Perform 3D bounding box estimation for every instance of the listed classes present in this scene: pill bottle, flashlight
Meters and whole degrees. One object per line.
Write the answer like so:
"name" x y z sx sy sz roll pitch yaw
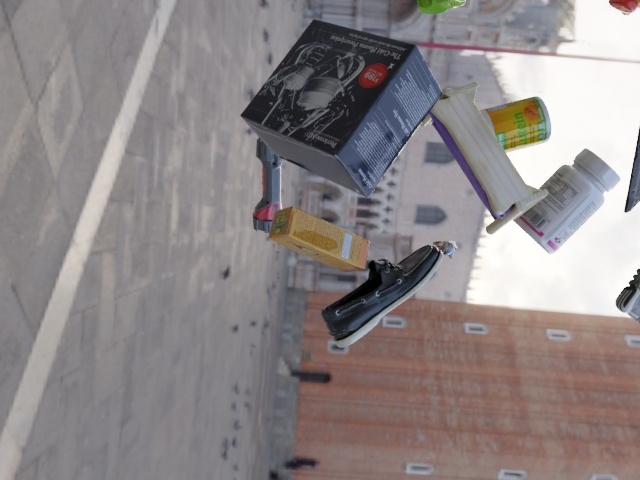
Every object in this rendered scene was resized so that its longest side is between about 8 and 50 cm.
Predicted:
"pill bottle" 0.510 -0.313 2.120 0.136 0.245 0.137 165 -90 -89
"pill bottle" 0.691 -0.112 2.115 0.283 0.160 0.160 -47 -170 11
"flashlight" -0.167 -0.178 2.376 0.103 0.103 0.304 -92 -178 -64

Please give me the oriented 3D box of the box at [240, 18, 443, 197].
"box" 0.047 -0.318 1.765 0.313 0.343 0.179 -55 139 -9

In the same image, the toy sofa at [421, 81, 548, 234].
"toy sofa" 0.384 -0.201 1.888 0.363 0.177 0.150 60 -28 11

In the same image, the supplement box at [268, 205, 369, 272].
"supplement box" 0.000 0.000 1.700 0.078 0.233 0.080 -11 -117 50

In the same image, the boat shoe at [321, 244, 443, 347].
"boat shoe" 0.140 0.101 1.766 0.113 0.340 0.127 53 -9 -11

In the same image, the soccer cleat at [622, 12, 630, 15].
"soccer cleat" 0.941 -0.782 2.306 0.068 0.076 0.196 16 85 -50

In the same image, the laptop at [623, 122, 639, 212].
"laptop" 0.538 -0.224 1.228 0.264 0.136 0.234 -42 146 -14

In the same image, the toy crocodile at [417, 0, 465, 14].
"toy crocodile" 0.284 -0.612 1.714 0.340 0.105 0.115 34 52 -87

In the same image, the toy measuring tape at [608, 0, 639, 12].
"toy measuring tape" 0.719 -0.620 1.838 0.330 0.121 0.122 -136 -132 -64

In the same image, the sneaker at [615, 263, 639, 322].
"sneaker" 0.829 0.109 1.814 0.229 0.132 0.086 -51 -176 3

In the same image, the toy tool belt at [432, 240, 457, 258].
"toy tool belt" 0.342 0.027 2.063 0.083 0.052 0.051 -1 88 -53
